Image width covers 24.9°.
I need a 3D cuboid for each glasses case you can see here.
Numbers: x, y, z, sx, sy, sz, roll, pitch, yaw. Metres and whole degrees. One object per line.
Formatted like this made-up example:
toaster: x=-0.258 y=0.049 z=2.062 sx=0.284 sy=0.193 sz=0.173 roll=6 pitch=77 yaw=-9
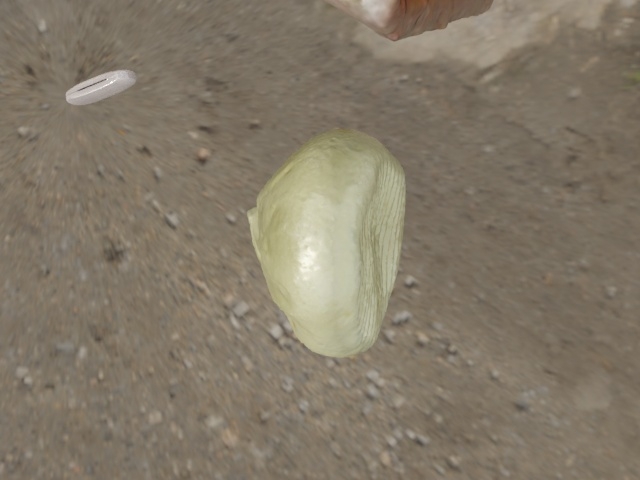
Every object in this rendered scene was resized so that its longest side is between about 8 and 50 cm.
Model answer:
glasses case: x=-0.234 y=-0.163 z=1.549 sx=0.083 sy=0.032 sz=0.021 roll=-18 pitch=80 yaw=26

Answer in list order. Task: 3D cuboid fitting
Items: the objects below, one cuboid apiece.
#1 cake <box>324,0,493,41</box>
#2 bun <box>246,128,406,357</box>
cake: x=0.047 y=-0.305 z=1.051 sx=0.230 sy=0.309 sz=0.237 roll=35 pitch=114 yaw=15
bun: x=0.000 y=0.000 z=1.308 sx=0.127 sy=0.222 sz=0.222 roll=10 pitch=94 yaw=12
